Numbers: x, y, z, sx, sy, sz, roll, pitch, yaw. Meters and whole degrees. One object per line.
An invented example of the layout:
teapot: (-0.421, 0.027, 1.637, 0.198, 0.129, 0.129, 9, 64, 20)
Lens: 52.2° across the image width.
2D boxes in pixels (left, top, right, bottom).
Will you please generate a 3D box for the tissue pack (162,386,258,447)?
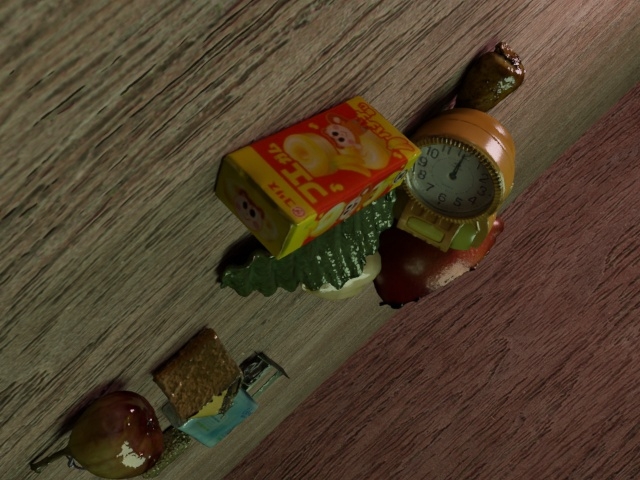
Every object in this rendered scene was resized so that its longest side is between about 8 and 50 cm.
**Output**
tissue pack: (-0.267, 0.422, 1.637, 0.177, 0.089, 0.263, -39, 155, -12)

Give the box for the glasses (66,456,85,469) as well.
glasses: (-0.436, 0.375, 1.279, 0.140, 0.063, 0.103, -31, 138, -39)

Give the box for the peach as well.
peach: (0.256, -0.010, 1.605, 0.362, 0.201, 0.257, -29, -162, 19)

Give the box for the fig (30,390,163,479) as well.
fig: (-0.397, 0.365, 1.157, 0.231, 0.143, 0.160, -26, 116, -22)

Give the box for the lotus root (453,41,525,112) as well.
lotus root: (0.333, -0.306, 1.327, 0.108, 0.094, 0.190, 8, 142, -25)

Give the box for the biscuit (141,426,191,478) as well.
biscuit: (-0.415, 0.564, 1.738, 0.168, 0.070, 0.082, -46, 156, 13)

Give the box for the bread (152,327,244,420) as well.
bread: (-0.237, 0.264, 1.287, 0.127, 0.147, 0.152, 9, 120, -55)

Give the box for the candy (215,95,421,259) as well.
candy: (0.002, -0.099, 0.937, 0.276, 0.146, 0.088, -34, 162, -38)

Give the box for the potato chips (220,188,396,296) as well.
potato chips: (0.003, 0.000, 1.249, 0.373, 0.097, 0.389, -42, 159, 9)

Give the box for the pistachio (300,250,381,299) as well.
pistachio: (0.044, 0.060, 1.505, 0.201, 0.117, 0.145, -13, 110, -22)

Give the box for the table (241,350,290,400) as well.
table: (-0.193, 0.387, 1.825, 0.146, 0.062, 0.175, -44, 132, -1)

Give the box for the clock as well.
clock: (0.279, -0.136, 1.382, 0.200, 0.244, 0.317, -58, 169, -34)
